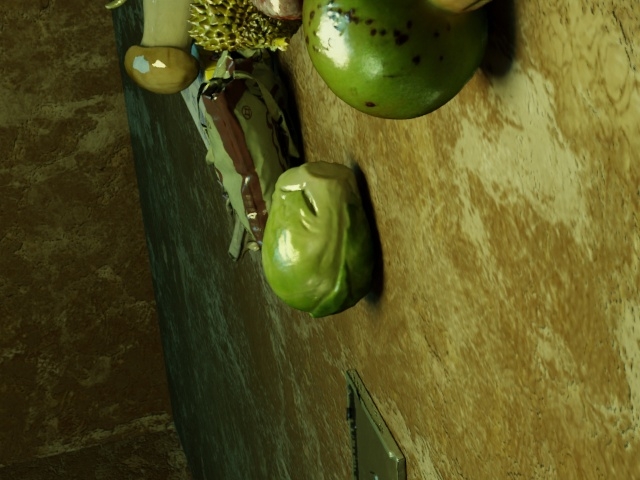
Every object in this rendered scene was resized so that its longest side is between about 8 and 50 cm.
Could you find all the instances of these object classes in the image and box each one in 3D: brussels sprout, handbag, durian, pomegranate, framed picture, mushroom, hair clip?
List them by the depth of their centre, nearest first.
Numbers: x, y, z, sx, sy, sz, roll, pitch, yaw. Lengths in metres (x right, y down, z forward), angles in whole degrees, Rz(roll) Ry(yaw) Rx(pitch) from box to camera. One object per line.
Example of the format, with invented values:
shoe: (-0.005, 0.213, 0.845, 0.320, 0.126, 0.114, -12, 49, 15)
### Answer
pomegranate: (0.074, -0.185, 1.223, 0.205, 0.159, 0.159, -23, 77, 51)
brussels sprout: (-0.001, 0.006, 1.759, 0.183, 0.131, 0.145, 92, -176, -49)
durian: (-0.088, -0.278, 1.824, 0.208, 0.146, 0.102, 54, 166, 50)
framed picture: (0.074, 0.333, 1.964, 0.209, 0.019, 0.281, -120, 22, -55)
handbag: (-0.095, -0.132, 2.025, 0.213, 0.127, 0.235, -79, -25, -59)
mushroom: (-0.190, -0.369, 2.110, 0.128, 0.128, 0.350, 122, 160, -73)
hair clip: (-0.110, -0.036, 2.219, 0.106, 0.084, 0.292, 55, 172, 15)

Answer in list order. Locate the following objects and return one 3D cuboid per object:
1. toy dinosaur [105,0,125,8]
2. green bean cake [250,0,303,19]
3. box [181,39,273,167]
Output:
toy dinosaur: (-0.164, -0.413, 2.007, 0.200, 0.072, 0.251, 11, 87, 41)
green bean cake: (0.001, -0.252, 1.471, 0.135, 0.135, 0.056, -129, 26, -67)
box: (-0.144, -0.245, 2.225, 0.265, 0.097, 0.168, -120, 22, -54)
